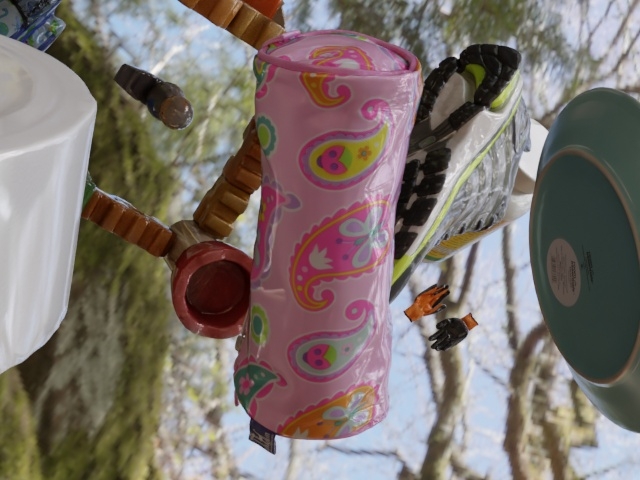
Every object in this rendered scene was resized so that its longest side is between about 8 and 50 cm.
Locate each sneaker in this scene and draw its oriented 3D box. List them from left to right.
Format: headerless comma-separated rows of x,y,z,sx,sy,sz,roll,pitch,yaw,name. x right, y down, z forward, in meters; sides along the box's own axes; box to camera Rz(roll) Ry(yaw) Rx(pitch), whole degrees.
0.110,-0.036,1.194,0.111,0.300,0.121,12,-34,45,sneaker

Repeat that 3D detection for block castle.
-0.192,-0.138,1.137,0.453,0.213,0.303,29,-83,-23,block castle

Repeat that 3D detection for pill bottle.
0.179,-0.062,1.578,0.117,0.117,0.208,44,-44,-13,pill bottle

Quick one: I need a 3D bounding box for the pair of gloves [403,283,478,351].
0.157,0.101,1.756,0.083,0.074,0.010,52,-17,8,pair of gloves

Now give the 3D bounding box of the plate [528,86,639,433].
0.149,0.013,0.718,0.024,0.188,0.188,-9,-52,-17,plate

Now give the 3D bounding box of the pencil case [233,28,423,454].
0.000,0.000,0.926,0.124,0.124,0.284,11,-67,13,pencil case

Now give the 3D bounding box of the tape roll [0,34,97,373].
-0.243,-0.033,0.566,0.286,0.286,0.100,15,-70,10,tape roll

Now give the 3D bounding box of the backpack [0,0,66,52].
-0.292,-0.189,1.198,0.105,0.114,0.084,-9,-60,47,backpack
